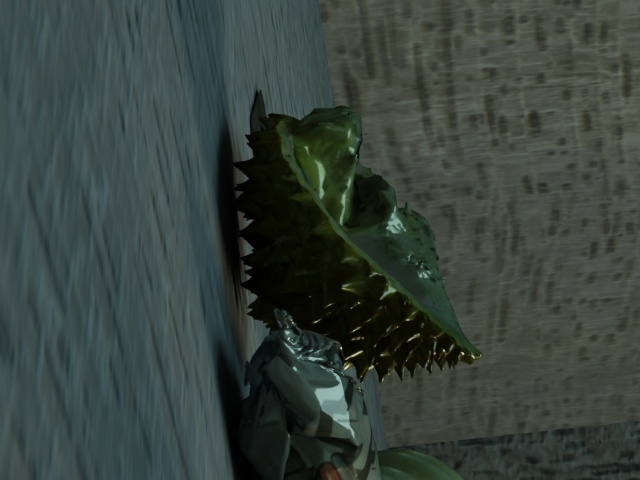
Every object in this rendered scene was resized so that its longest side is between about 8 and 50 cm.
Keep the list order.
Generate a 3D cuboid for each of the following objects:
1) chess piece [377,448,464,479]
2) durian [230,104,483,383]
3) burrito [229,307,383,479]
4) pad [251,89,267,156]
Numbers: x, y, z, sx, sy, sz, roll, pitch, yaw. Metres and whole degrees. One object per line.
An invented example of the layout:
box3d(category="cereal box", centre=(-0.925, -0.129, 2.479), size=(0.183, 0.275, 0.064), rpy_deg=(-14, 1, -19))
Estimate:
box3d(category="chess piece", centre=(0.058, 0.287, 1.757), size=(0.330, 0.182, 0.182), rpy_deg=(36, 47, -78))
box3d(category="durian", centre=(0.013, -0.012, 1.453), size=(0.306, 0.166, 0.172), rpy_deg=(-110, -167, -61))
box3d(category="burrito", centre=(0.002, 0.197, 1.386), size=(0.445, 0.101, 0.139), rpy_deg=(78, -3, -54))
box3d(category="pad", centre=(-0.023, 0.005, 1.730), size=(0.323, 0.055, 0.250), rpy_deg=(-138, -141, -68))
